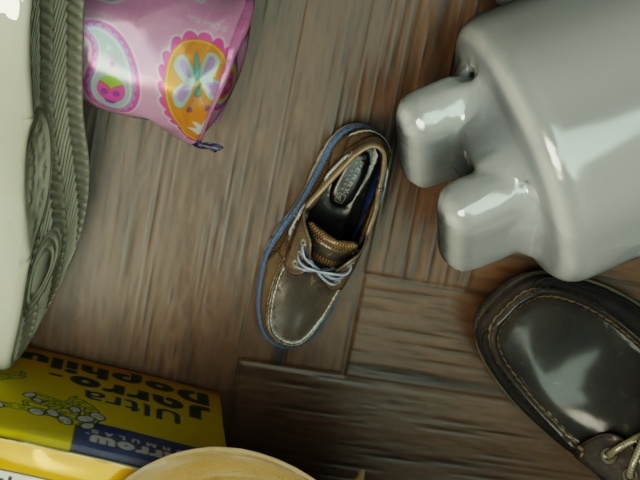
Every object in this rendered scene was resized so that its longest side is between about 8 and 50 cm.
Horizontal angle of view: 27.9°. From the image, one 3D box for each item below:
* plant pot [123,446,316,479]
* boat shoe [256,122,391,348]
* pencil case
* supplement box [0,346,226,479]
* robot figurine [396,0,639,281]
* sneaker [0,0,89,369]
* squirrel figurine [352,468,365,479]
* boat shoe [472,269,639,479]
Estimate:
[{"bbox_3d":[-0.050,0.240,0.768,0.236,0.032,0.236,-1,89,24],"label":"plant pot"},{"bbox_3d":[0.000,0.000,0.958,0.066,0.066,0.183,18,99,-10],"label":"boat shoe"},{"bbox_3d":[-0.187,-0.157,0.879,0.284,0.124,0.124,19,99,-11],"label":"pencil case"},{"bbox_3d":[-0.206,0.278,0.924,0.194,0.195,0.356,15,100,-10],"label":"supplement box"},{"bbox_3d":[0.231,-0.100,0.899,0.354,0.200,0.299,-21,74,-2],"label":"robot figurine"},{"bbox_3d":[-0.234,-0.065,0.811,0.148,0.131,0.350,15,129,4],"label":"sneaker"},{"bbox_3d":[0.076,0.341,0.882,0.397,0.370,0.281,35,95,-12],"label":"squirrel figurine"},{"bbox_3d":[0.272,0.151,0.991,0.355,0.130,0.132,37,95,-13],"label":"boat shoe"}]
